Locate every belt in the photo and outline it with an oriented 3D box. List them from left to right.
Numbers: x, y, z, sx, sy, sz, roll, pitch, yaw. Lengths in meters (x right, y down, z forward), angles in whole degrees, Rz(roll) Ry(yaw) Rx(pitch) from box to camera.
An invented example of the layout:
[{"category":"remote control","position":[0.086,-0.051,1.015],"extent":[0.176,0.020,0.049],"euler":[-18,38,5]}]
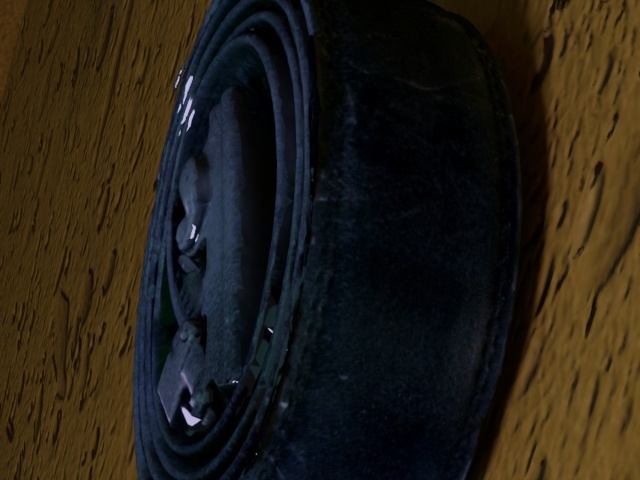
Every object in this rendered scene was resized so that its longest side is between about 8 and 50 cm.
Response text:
[{"category":"belt","position":[0.000,0.000,0.810],"extent":[0.206,0.116,0.267],"euler":[139,138,-57]}]
